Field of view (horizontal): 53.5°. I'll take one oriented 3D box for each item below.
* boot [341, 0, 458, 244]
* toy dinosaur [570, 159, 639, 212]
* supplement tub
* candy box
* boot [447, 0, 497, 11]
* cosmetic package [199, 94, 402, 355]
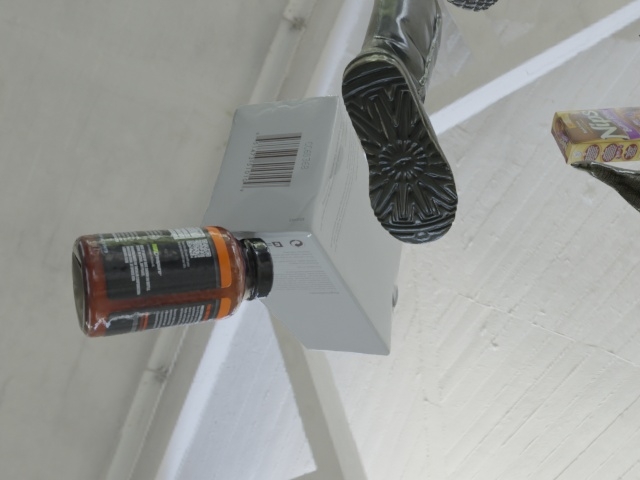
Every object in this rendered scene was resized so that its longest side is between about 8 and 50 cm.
[{"bbox_3d":[0.078,-0.127,0.562,0.076,0.189,0.208,-8,-145,15],"label":"boot"},{"bbox_3d":[0.402,-0.042,0.619,0.121,0.314,0.160,150,-57,-66],"label":"toy dinosaur"},{"bbox_3d":[-0.152,0.039,0.670,0.106,0.198,0.106,15,-73,61],"label":"supplement tub"},{"bbox_3d":[0.540,-0.196,1.183,0.187,0.053,0.109,-4,-136,2],"label":"candy box"},{"bbox_3d":[0.300,-0.558,1.039,0.118,0.338,0.222,23,-108,6],"label":"boot"},{"bbox_3d":[0.000,0.000,0.923,0.156,0.385,0.217,-1,-122,20],"label":"cosmetic package"}]
